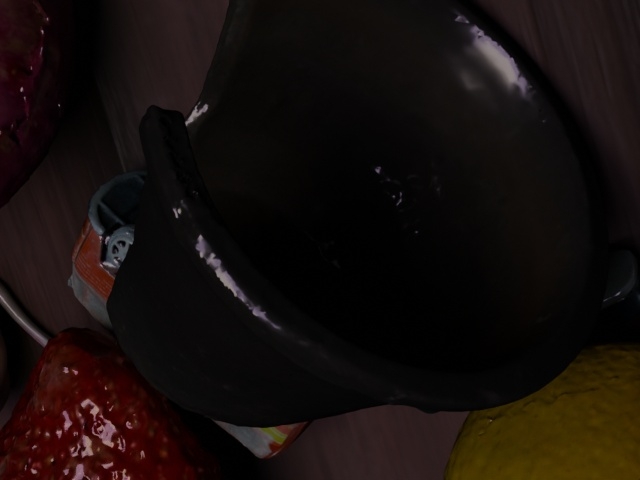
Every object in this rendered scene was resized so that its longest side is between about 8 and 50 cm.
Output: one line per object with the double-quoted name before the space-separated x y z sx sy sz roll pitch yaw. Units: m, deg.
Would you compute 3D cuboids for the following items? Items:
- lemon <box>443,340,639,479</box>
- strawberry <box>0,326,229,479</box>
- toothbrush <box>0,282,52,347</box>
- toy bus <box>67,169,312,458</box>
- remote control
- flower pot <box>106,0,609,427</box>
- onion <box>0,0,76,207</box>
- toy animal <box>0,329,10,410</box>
"lemon" 0.223 0.194 1.172 0.267 0.267 0.267 8 111 21
"strawberry" -0.173 0.225 1.369 0.261 0.261 0.258 31 91 11
"toothbrush" -0.316 0.028 1.478 0.307 0.025 0.029 40 110 6
"toy bus" -0.095 0.062 1.343 0.265 0.121 0.120 39 128 7
"remote control" 0.159 0.073 1.256 0.222 0.072 0.042 -30 116 30
"flower pot" 0.000 0.000 1.169 0.379 0.379 0.251 48 134 2
"onion" -0.373 -0.165 1.301 0.358 0.345 0.358 2 106 5
"toy animal" -0.390 0.129 1.485 0.248 0.149 0.165 -30 108 41
